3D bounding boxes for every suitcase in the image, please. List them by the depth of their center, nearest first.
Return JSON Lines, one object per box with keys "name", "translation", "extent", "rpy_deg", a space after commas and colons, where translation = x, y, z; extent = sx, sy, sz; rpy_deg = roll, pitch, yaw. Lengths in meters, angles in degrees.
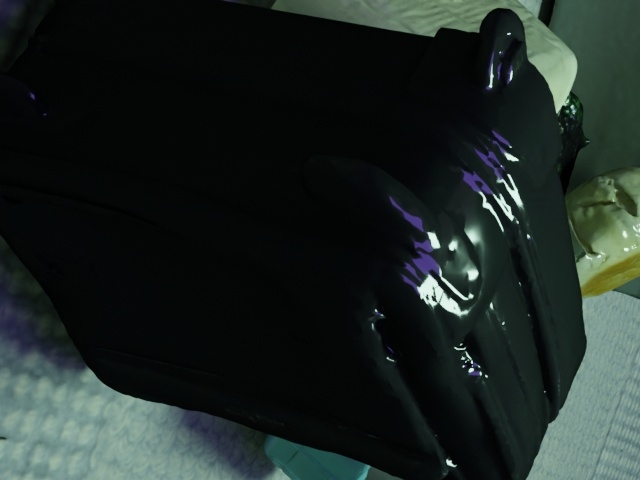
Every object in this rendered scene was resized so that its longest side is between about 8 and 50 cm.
{"name": "suitcase", "translation": [-0.021, 0.006, 0.856], "extent": [0.188, 0.345, 0.339], "rpy_deg": [-61, 148, -28]}

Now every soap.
{"name": "soap", "translation": [0.383, -0.156, 1.555], "extent": [0.350, 0.213, 0.435], "rpy_deg": [-11, 114, -61]}

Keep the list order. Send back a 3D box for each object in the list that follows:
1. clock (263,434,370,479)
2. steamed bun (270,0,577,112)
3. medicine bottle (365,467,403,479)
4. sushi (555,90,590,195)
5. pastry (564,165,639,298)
{"name": "clock", "translation": [0.072, 0.096, 1.185], "extent": [0.274, 0.094, 0.223], "rpy_deg": [-46, 175, -17]}
{"name": "steamed bun", "translation": [0.069, -0.123, 1.085], "extent": [0.250, 0.200, 0.155], "rpy_deg": [-20, 146, -50]}
{"name": "medicine bottle", "translation": [0.144, 0.138, 1.411], "extent": [0.324, 0.124, 0.179], "rpy_deg": [-47, 156, -33]}
{"name": "sushi", "translation": [0.180, -0.109, 1.334], "extent": [0.225, 0.124, 0.127], "rpy_deg": [32, 78, -59]}
{"name": "pastry", "translation": [0.277, -0.003, 1.360], "extent": [0.166, 0.088, 0.166], "rpy_deg": [-24, 157, -11]}
